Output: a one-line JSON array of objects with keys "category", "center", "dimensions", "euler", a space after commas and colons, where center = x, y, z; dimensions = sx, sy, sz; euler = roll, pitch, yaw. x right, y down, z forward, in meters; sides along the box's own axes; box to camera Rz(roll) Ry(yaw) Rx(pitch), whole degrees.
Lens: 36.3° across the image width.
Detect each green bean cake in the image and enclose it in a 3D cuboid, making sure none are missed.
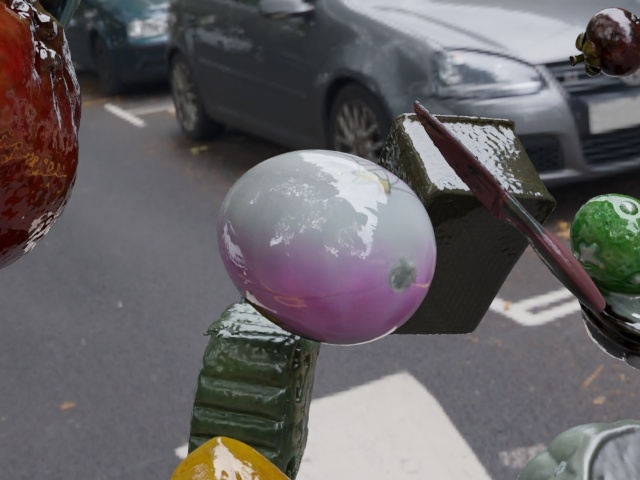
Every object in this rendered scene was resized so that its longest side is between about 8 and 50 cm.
[{"category": "green bean cake", "center": [-0.071, 0.184, 1.151], "dimensions": [0.124, 0.223, 0.227], "euler": [6, 9, 6]}]

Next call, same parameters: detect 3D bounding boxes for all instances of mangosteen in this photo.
[{"category": "mangosteen", "center": [0.332, -0.221, 1.103], "dimensions": [0.080, 0.081, 0.081], "euler": [-8, 18, 3]}]

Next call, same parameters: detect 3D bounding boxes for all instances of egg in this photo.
[{"category": "egg", "center": [0.000, 0.000, 0.996], "dimensions": [0.196, 0.196, 0.271], "euler": [-15, 24, -17]}]

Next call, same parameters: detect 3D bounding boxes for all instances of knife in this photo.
[{"category": "knife", "center": [0.163, -0.028, 0.849], "dimensions": [0.018, 0.247, 0.035], "euler": [-45, 5, -25]}]

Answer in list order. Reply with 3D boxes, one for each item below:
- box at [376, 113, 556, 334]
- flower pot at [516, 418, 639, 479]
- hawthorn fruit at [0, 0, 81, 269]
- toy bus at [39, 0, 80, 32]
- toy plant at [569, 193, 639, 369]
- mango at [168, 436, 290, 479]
[{"category": "box", "center": [0.156, -0.013, 1.269], "dimensions": [0.184, 0.273, 0.143], "euler": [1, 46, -23]}, {"category": "flower pot", "center": [0.344, 0.332, 1.139], "dimensions": [0.246, 0.195, 0.246], "euler": [8, 52, -10]}, {"category": "hawthorn fruit", "center": [-0.293, -0.075, 0.543], "dimensions": [0.307, 0.265, 0.265], "euler": [-19, 18, 2]}, {"category": "toy bus", "center": [-0.397, -0.186, 1.005], "dimensions": [0.183, 0.344, 0.199], "euler": [14, 23, -40]}, {"category": "toy plant", "center": [0.407, 0.045, 1.219], "dimensions": [0.217, 0.235, 0.175], "euler": [11, 51, 6]}, {"category": "mango", "center": [-0.067, 0.303, 0.844], "dimensions": [0.187, 0.257, 0.138], "euler": [5, -15, -5]}]
